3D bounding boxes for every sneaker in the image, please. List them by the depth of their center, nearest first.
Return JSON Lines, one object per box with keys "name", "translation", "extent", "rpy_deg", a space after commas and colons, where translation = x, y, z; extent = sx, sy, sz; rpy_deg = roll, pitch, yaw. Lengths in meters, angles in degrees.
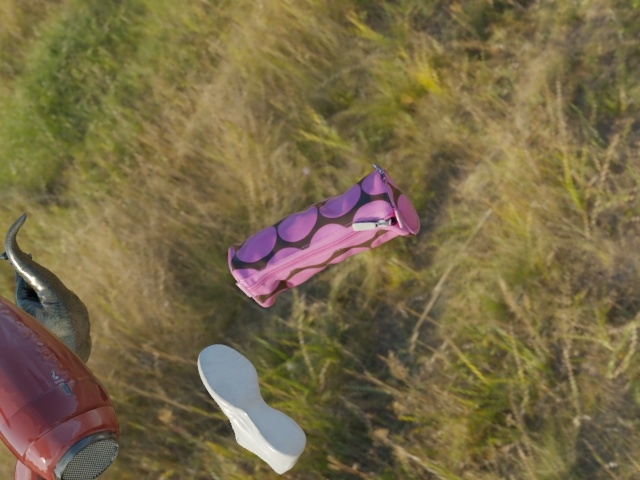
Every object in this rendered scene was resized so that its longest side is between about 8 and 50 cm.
{"name": "sneaker", "translation": [-0.111, 0.248, 1.364], "extent": [0.212, 0.080, 0.094], "rpy_deg": [49, 142, 22]}

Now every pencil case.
{"name": "pencil case", "translation": [0.000, 0.000, 1.028], "extent": [0.209, 0.095, 0.098], "rpy_deg": [-29, 27, 16]}

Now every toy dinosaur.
{"name": "toy dinosaur", "translation": [-0.320, 0.105, 1.136], "extent": [0.160, 0.121, 0.313], "rpy_deg": [40, 126, 32]}

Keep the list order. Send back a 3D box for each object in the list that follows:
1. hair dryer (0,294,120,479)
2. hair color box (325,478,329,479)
{"name": "hair dryer", "translation": [-0.227, 0.171, 0.731], "extent": [0.224, 0.080, 0.293], "rpy_deg": [-19, 87, 43]}
{"name": "hair color box", "translation": [0.023, 0.304, 0.852], "extent": [0.093, 0.167, 0.053], "rpy_deg": [-36, 8, 34]}
